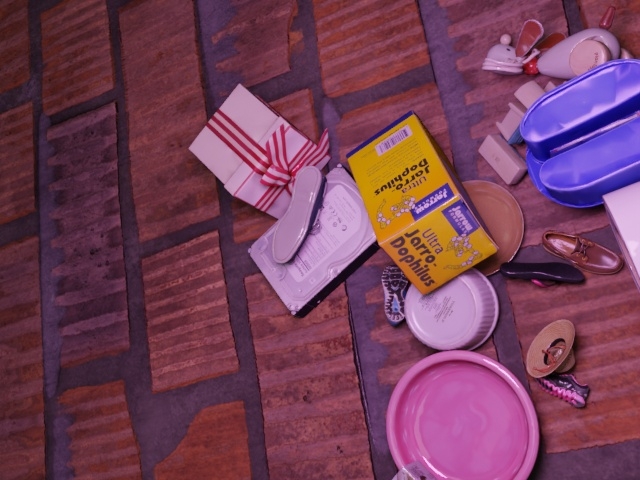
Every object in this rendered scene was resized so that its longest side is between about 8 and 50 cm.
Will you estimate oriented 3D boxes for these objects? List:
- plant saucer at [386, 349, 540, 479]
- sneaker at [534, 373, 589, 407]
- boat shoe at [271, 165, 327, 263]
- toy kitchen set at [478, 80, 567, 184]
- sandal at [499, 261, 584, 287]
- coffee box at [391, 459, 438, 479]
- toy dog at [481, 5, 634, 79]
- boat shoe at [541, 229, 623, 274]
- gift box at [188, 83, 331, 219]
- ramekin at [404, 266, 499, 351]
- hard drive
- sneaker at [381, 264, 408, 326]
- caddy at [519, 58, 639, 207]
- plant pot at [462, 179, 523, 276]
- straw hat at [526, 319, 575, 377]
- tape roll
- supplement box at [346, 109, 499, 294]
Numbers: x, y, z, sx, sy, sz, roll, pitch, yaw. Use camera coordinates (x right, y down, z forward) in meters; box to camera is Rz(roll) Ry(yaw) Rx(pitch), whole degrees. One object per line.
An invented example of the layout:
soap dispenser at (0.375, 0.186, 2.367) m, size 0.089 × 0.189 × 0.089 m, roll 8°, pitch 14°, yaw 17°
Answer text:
plant saucer at (0.309, 0.404, 1.628) m, size 0.332 × 0.084 × 0.332 m, roll -4°, pitch 81°, yaw 27°
sneaker at (0.514, 0.303, 1.601) m, size 0.119 × 0.047 × 0.057 m, roll 28°, pitch 67°, yaw 28°
boat shoe at (-0.048, -0.058, 1.872) m, size 0.095 × 0.079 × 0.254 m, roll 10°, pitch 78°, yaw 30°
toy kitchen set at (0.502, -0.249, 1.738) m, size 0.122 × 0.166 × 0.207 m, roll 58°, pitch 139°, yaw 30°
sandal at (0.486, 0.077, 1.662) m, size 0.179 × 0.067 × 0.040 m, roll 4°, pitch 117°, yaw 18°
coffee box at (0.231, 0.593, 1.540) m, size 0.246 × 0.098 × 0.141 m, roll 43°, pitch 103°, yaw 24°
toy dog at (0.540, -0.449, 1.706) m, size 0.334 × 0.220 × 0.161 m, roll 10°, pitch 101°, yaw 20°
boat shoe at (0.563, 0.024, 1.635) m, size 0.178 × 0.060 × 0.064 m, roll 24°, pitch 87°, yaw 29°
gift box at (-0.139, -0.234, 1.937) m, size 0.258 × 0.255 × 0.276 m, roll 45°, pitch 104°, yaw 30°
ramekin at (0.286, 0.152, 1.688) m, size 0.207 × 0.109 × 0.207 m, roll -1°, pitch 87°, yaw 28°
hard drive at (0.000, 0.000, 1.915) m, size 0.339 × 0.064 × 0.237 m, roll -42°, pitch 62°, yaw 11°
sneaker at (0.173, 0.131, 1.793) m, size 0.063 × 0.073 × 0.162 m, roll 6°, pitch 57°, yaw 4°
caddy at (0.579, -0.214, 1.545) m, size 0.341 × 0.179 × 0.241 m, roll -26°, pitch 69°, yaw 25°
plant pot at (0.359, -0.024, 1.764) m, size 0.236 × 0.032 × 0.236 m, roll -7°, pitch 72°, yaw 24°
straw hat at (0.506, 0.244, 1.600) m, size 0.061 × 0.144 × 0.144 m, roll 36°, pitch 94°, yaw -12°
tape roll at (0.649, 0.024, 1.468) m, size 0.100 × 0.286 × 0.286 m, roll -23°, pitch 67°, yaw 17°
supplement box at (0.216, -0.092, 1.680) m, size 0.195 × 0.194 × 0.356 m, roll -33°, pitch 36°, yaw 14°
